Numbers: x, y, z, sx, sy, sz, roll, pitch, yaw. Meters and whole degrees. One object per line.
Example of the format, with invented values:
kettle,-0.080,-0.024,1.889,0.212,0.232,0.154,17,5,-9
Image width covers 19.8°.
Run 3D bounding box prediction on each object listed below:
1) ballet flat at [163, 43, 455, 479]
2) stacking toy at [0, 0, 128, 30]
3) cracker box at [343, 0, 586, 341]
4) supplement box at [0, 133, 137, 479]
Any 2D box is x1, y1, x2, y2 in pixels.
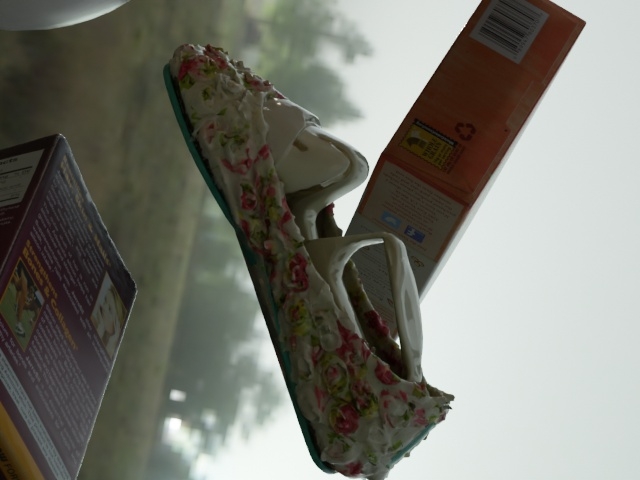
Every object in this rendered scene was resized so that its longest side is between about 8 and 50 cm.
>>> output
ballet flat,0.000,0.000,0.901,0.241,0.077,0.091,67,19,11
stacking toy,0.005,-0.277,0.688,0.480,0.350,0.350,-51,-178,0
cracker box,0.077,-0.044,1.171,0.155,0.067,0.232,-57,175,-27
supplement box,-0.159,0.047,0.875,0.188,0.081,0.104,-79,152,-54
